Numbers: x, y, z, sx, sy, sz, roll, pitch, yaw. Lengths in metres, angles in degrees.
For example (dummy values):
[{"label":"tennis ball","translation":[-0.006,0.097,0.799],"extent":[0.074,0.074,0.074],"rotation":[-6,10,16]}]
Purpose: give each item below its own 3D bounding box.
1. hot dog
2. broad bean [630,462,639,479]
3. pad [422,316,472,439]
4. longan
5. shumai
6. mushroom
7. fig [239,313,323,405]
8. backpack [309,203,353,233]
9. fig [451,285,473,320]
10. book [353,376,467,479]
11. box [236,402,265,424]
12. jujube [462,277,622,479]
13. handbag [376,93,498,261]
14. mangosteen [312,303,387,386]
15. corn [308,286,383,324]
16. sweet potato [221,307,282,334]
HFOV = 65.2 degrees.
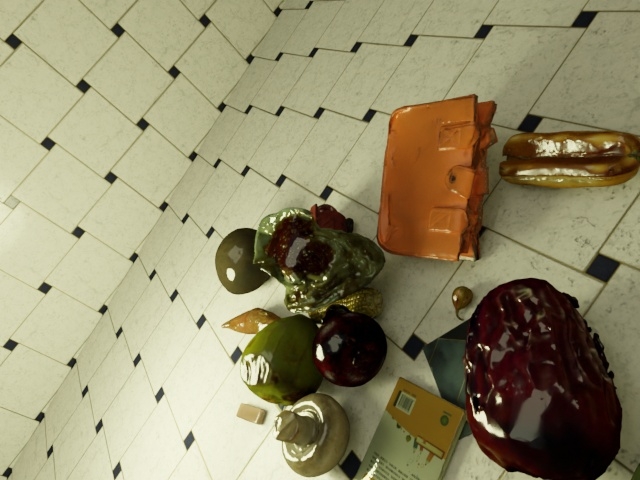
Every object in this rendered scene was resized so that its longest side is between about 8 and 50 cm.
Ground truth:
[{"label":"hot dog","translation":[0.572,-0.182,1.145],"extent":[0.337,0.100,0.135],"rotation":[10,81,52]},{"label":"broad bean","translation":[0.574,0.384,0.748],"extent":[0.228,0.100,0.169],"rotation":[-45,29,35]},{"label":"pad","translation":[0.334,0.305,1.139],"extent":[0.164,0.004,0.243],"rotation":[-39,41,23]},{"label":"longan","translation":[-0.277,0.076,1.818],"extent":[0.248,0.248,0.248],"rotation":[-28,46,33]},{"label":"shumai","translation":[-0.013,0.025,1.390],"extent":[0.330,0.288,0.292],"rotation":[-26,1,9]},{"label":"mushroom","translation":[-0.035,0.484,1.264],"extent":[0.204,0.204,0.204],"rotation":[-28,46,33]},{"label":"fig","translation":[-0.096,0.328,1.424],"extent":[0.239,0.239,0.271],"rotation":[-18,36,40]},{"label":"backpack","translation":[0.002,0.001,1.612],"extent":[0.229,0.139,0.229],"rotation":[-30,42,32]},{"label":"fig","translation":[0.341,0.152,1.212],"extent":[0.050,0.050,0.083],"rotation":[7,89,50]},{"label":"book","translation":[0.197,0.486,1.146],"extent":[0.208,0.020,0.295],"rotation":[16,78,52]},{"label":"box","translation":[-0.218,0.543,1.568],"extent":[0.115,0.025,0.048],"rotation":[-5,56,46]},{"label":"jujube","translation":[0.394,0.257,0.920],"extent":[0.258,0.258,0.376],"rotation":[-27,34,34]},{"label":"handbag","translation":[0.297,-0.157,1.317],"extent":[0.304,0.116,0.409],"rotation":[7,91,52]},{"label":"mangosteen","translation":[0.072,0.278,1.300],"extent":[0.210,0.210,0.209],"rotation":[-28,46,33]},{"label":"corn","translation":[0.068,0.194,1.445],"extent":[0.260,0.091,0.091],"rotation":[-19,20,40]},{"label":"sweet potato","translation":[-0.193,0.276,1.677],"extent":[0.355,0.095,0.106],"rotation":[-4,17,45]}]
